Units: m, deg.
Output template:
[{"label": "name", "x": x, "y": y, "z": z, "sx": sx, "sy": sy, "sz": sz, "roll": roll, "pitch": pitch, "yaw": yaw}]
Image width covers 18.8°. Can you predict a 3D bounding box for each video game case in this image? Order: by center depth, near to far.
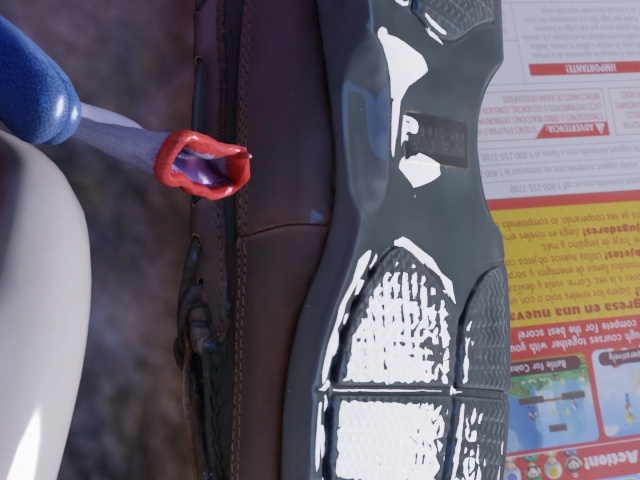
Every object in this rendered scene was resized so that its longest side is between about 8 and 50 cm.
[{"label": "video game case", "x": 0.122, "y": 0.012, "z": 0.626, "sx": 0.204, "sy": 0.025, "sz": 0.285, "roll": -4, "pitch": 80, "yaw": -28}]

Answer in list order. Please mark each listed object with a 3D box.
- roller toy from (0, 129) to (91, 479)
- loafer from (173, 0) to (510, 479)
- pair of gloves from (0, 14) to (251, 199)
[{"label": "roller toy", "x": -0.146, "y": 0.042, "z": 0.388, "sx": 0.146, "sy": 0.191, "sz": 0.209, "roll": 25, "pitch": 68, "yaw": -19}, {"label": "loafer", "x": 0.000, "y": 0.000, "z": 0.548, "sx": 0.096, "sy": 0.084, "sz": 0.267, "roll": 17, "pitch": 73, "yaw": -50}, {"label": "pair of gloves", "x": -0.103, "y": -0.055, "z": 0.432, "sx": 0.159, "sy": 0.198, "sz": 0.023, "roll": 26, "pitch": 91, "yaw": 16}]
